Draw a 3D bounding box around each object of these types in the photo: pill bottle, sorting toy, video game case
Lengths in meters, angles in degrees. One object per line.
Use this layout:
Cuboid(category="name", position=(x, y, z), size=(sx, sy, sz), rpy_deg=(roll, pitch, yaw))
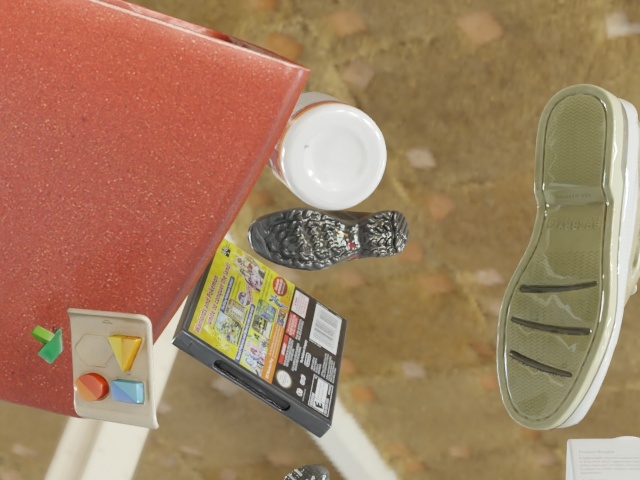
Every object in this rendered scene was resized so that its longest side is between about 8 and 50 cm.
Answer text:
Cuboid(category="pill bottle", position=(-0.005, -0.113, 1.538), size=(0.121, 0.121, 0.221), rpy_deg=(29, 5, -16))
Cuboid(category="sorting toy", position=(-0.120, 0.066, 0.680), size=(0.083, 0.012, 0.062), rpy_deg=(2, -78, 35))
Cuboid(category="video game case", position=(-0.079, 0.131, 1.869), size=(0.248, 0.275, 0.035), rpy_deg=(34, -63, -12))

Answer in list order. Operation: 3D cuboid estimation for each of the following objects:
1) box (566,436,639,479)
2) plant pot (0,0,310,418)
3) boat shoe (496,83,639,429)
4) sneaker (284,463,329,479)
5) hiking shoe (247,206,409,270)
Cuboid(category="box", position=(0.467, 0.399, 1.976), size=(0.181, 0.119, 0.181), rpy_deg=(-1, -48, 7))
Cuboid(category="plant pot", position=(-0.190, -0.044, 0.790), size=(0.267, 0.267, 0.235), rpy_deg=(15, -81, -16))
Cuboid(category="boat shoe", position=(0.238, 0.021, 1.148), size=(0.113, 0.302, 0.103), rpy_deg=(10, -3, 42))
Cuboid(category="sneaker", position=(-0.017, 0.247, 1.209), size=(0.044, 0.040, 0.109), rpy_deg=(-4, -49, -45))
Cuboid(category="hiking shoe", position=(0.000, 0.000, 1.758), size=(0.227, 0.086, 0.114), rpy_deg=(0, -4, -24))
